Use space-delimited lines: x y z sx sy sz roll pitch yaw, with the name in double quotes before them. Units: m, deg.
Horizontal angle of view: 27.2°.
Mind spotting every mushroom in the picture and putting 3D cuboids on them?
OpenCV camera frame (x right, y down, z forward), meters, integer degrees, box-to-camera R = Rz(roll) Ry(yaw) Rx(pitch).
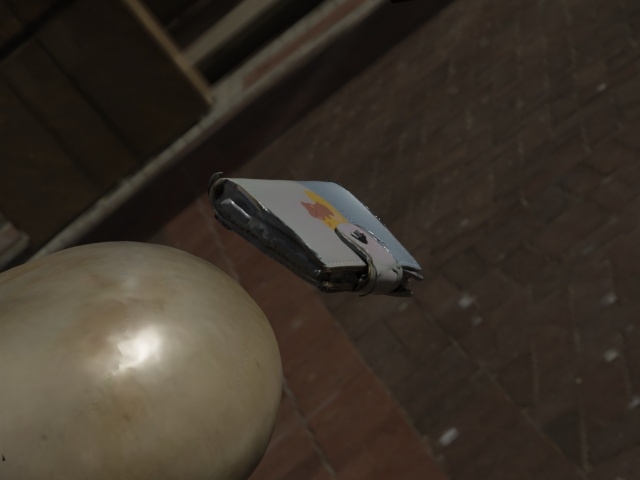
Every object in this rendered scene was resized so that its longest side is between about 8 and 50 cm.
"mushroom" -0.191 0.167 1.040 0.362 0.295 0.362 -20 14 5

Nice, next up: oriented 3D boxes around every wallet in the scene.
"wallet" 0.000 0.000 1.297 0.069 0.170 0.231 -56 -24 17

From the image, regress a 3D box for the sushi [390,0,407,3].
"sushi" 0.072 -0.244 1.019 0.056 0.083 0.085 -4 52 34
